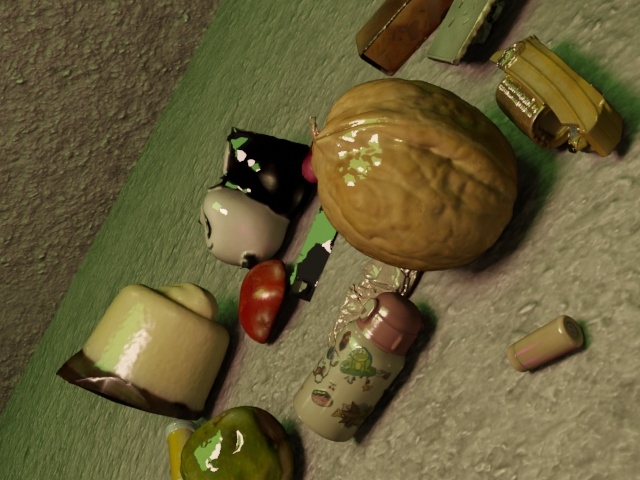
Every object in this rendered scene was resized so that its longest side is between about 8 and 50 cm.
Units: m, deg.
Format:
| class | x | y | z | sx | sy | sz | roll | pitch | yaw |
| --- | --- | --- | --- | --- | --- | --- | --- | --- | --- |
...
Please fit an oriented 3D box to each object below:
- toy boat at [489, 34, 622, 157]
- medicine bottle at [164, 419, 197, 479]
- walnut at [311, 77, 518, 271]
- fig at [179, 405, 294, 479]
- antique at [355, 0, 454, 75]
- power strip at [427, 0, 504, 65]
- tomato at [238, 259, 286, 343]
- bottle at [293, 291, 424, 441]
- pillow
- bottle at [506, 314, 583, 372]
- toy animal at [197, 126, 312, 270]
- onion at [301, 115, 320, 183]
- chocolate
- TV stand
| class | x | y | z | sx | sy | sz | roll | pitch | yaw |
| --- | --- | --- | --- | --- | --- | --- | --- | --- | --- |
| toy boat | 0.334 | -0.207 | 1.098 | 0.115 | 0.089 | 0.310 | -43 | 34 | 18 |
| medicine bottle | -0.296 | 0.497 | 1.616 | 0.074 | 0.074 | 0.218 | -52 | 32 | 22 |
| walnut | 0.136 | -0.098 | 1.118 | 0.252 | 0.313 | 0.277 | -145 | 74 | -78 |
| fig | -0.128 | 0.439 | 1.301 | 0.206 | 0.206 | 0.275 | -46 | 56 | 30 |
| antique | 0.206 | -0.490 | 1.535 | 0.310 | 0.093 | 0.087 | -44 | 34 | 33 |
| power strip | 0.288 | -0.408 | 1.364 | 0.198 | 0.064 | 0.213 | -60 | 15 | 12 |
| tomato | -0.133 | 0.120 | 1.596 | 0.174 | 0.082 | 0.166 | -99 | 25 | -58 |
| bottle | 0.067 | 0.196 | 1.196 | 0.253 | 0.120 | 0.120 | -57 | 29 | 14 |
| pillow | 0.090 | 0.105 | 1.306 | 0.248 | 0.049 | 0.135 | -63 | 33 | 9 |
| bottle | 0.288 | 0.135 | 0.955 | 0.096 | 0.045 | 0.045 | -41 | 36 | 40 |
| toy animal | -0.153 | -0.091 | 1.692 | 0.251 | 0.251 | 0.310 | 29 | 105 | 62 |
| onion | 0.012 | -0.201 | 1.565 | 0.150 | 0.140 | 0.150 | -27 | 19 | 10 |
| chocolate | -0.380 | 0.232 | 1.708 | 0.314 | 0.326 | 0.297 | 88 | -162 | -79 |
| TV stand | 0.000 | 0.000 | 1.545 | 0.049 | 0.040 | 0.256 | 15 | 81 | 61 |
